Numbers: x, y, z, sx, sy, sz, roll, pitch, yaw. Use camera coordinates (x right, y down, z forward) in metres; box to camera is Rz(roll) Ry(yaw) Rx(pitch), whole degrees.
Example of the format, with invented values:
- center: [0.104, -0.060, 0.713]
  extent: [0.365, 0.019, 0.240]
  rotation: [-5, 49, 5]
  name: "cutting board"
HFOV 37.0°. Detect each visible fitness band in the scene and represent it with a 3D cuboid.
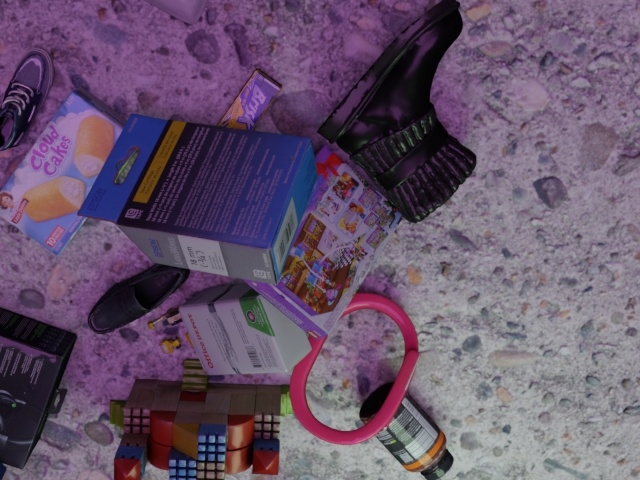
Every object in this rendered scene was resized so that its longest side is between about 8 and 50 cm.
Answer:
- center: [0.065, 0.239, 1.790]
  extent: [0.209, 0.054, 0.290]
  rotation: [25, 79, 13]
  name: "fitness band"

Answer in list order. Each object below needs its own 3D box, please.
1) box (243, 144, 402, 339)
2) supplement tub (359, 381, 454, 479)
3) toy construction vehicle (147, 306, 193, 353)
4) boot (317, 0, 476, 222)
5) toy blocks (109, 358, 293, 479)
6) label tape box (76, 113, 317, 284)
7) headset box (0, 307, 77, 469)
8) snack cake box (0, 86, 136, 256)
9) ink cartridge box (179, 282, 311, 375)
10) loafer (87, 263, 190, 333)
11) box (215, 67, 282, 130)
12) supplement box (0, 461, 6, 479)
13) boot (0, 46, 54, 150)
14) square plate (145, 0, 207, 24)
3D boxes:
- center: [0.000, 0.000, 1.696]
  extent: [0.201, 0.057, 0.293]
  rotation: [41, 61, -11]
  name: "box"
- center: [0.172, 0.376, 1.861]
  extent: [0.106, 0.106, 0.198]
  rotation: [-39, 103, 8]
  name: "supplement tub"
- center: [-0.270, 0.169, 1.832]
  extent: [0.098, 0.035, 0.086]
  rotation: [-26, 115, 7]
  name: "toy construction vehicle"
- center: [0.192, -0.227, 1.688]
  extent: [0.260, 0.131, 0.348]
  rotation: [40, 110, -4]
  name: "boot"
- center: [-0.217, 0.356, 1.762]
  extent: [0.381, 0.261, 0.190]
  rotation: [3, 104, -3]
  name: "toy blocks"
- center: [-0.198, -0.076, 1.609]
  extent: [0.334, 0.240, 0.106]
  rotation: [10, 145, 14]
  name: "label tape box"
- center: [-0.619, 0.260, 1.790]
  extent: [0.283, 0.131, 0.246]
  rotation: [20, 103, -7]
  name: "headset box"
- center: [-0.451, -0.125, 1.718]
  extent: [0.152, 0.089, 0.264]
  rotation: [36, 100, -11]
  name: "snack cake box"
- center: [-0.140, 0.160, 1.752]
  extent: [0.208, 0.087, 0.153]
  rotation: [-8, 109, 39]
  name: "ink cartridge box"
- center: [-0.343, 0.104, 1.785]
  extent: [0.223, 0.078, 0.076]
  rotation: [-33, 103, 7]
  name: "loafer"
- center: [-0.139, -0.224, 1.720]
  extent: [0.059, 0.054, 0.169]
  rotation: [34, 100, -10]
  name: "box"
- center: [-0.788, 0.446, 1.712]
  extent: [0.357, 0.195, 0.194]
  rotation: [-8, 134, 24]
  name: "supplement box"
- center: [-0.526, -0.246, 1.684]
  extent: [0.069, 0.086, 0.190]
  rotation: [20, 103, -7]
  name: "boot"
- center: [-0.295, -0.597, 1.621]
  extent: [0.344, 0.049, 0.347]
  rotation: [26, 103, -8]
  name: "square plate"
